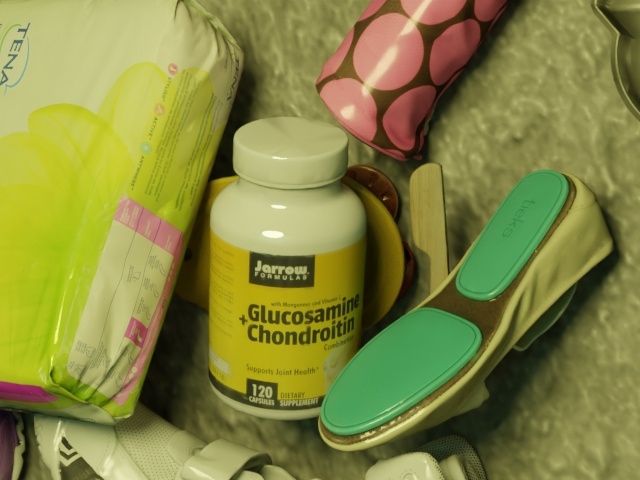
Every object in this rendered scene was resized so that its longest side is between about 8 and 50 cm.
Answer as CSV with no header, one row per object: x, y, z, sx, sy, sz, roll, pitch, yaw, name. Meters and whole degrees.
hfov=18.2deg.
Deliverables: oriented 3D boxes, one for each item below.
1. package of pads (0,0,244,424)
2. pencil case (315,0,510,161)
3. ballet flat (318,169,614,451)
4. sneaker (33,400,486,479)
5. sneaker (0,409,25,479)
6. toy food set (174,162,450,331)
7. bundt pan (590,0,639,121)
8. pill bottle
-0.193,-0.029,1.376,0.229,0.101,0.296,3,68,34,package of pads
0.087,-0.155,1.358,0.209,0.098,0.095,-53,29,11,pencil case
0.103,0.062,1.314,0.086,0.086,0.248,40,76,16,ballet flat
-0.016,0.179,1.362,0.366,0.137,0.210,45,101,11,sneaker
-0.304,0.093,1.481,0.095,0.104,0.236,-28,80,15,sneaker
0.000,0.000,1.401,0.218,0.071,0.128,-5,110,21,toy food set
0.328,-0.158,1.212,0.331,0.124,0.331,2,100,9,bundt pan
-0.022,0.017,1.315,0.103,0.103,0.184,11,116,20,pill bottle
